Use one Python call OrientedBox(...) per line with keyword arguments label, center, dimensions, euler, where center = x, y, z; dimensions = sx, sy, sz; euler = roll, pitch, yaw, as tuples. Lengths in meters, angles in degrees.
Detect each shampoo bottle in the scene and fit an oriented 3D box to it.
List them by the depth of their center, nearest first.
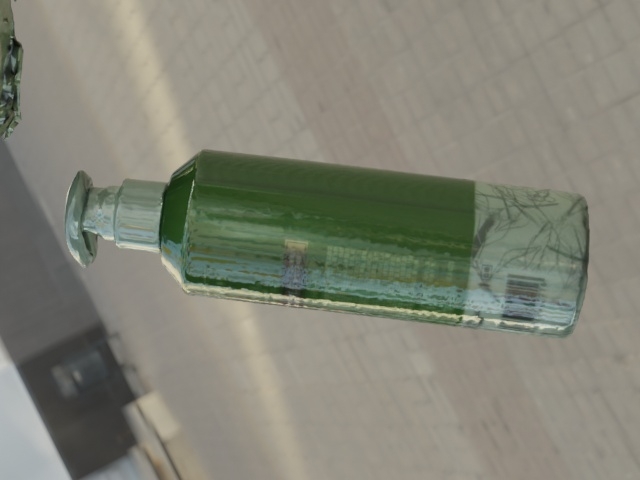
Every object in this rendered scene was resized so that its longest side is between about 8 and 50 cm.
OrientedBox(label="shampoo bottle", center=(0.000, 0.000, 0.569), dimensions=(0.065, 0.204, 0.065), euler=(7, -90, -89))

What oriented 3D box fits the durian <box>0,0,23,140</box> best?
OrientedBox(label="durian", center=(-0.201, -0.052, 0.606), dimensions=(0.172, 0.166, 0.306), euler=(26, 131, 20))
